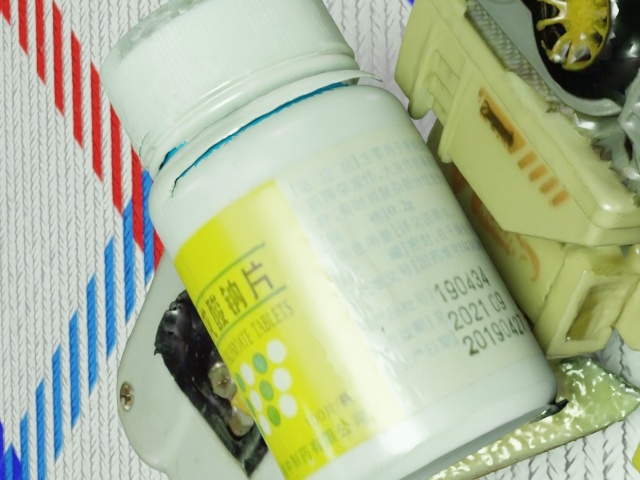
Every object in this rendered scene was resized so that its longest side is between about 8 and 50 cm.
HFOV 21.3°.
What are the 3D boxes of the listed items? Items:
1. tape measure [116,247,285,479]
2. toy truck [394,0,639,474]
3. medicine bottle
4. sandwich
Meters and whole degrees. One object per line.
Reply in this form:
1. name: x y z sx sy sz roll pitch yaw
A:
1. tape measure: -0.020 0.067 1.084 0.265 0.130 0.258 48 124 39
2. toy truck: 0.184 -0.016 0.787 0.405 0.181 0.254 56 141 36
3. medicine bottle: 0.000 0.000 0.850 0.143 0.143 0.258 -39 73 44
4. sandwich: 0.054 0.097 0.931 0.193 0.058 0.162 32 87 8
